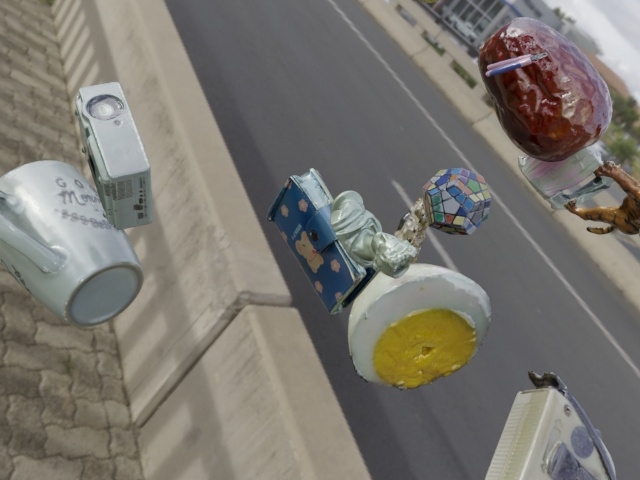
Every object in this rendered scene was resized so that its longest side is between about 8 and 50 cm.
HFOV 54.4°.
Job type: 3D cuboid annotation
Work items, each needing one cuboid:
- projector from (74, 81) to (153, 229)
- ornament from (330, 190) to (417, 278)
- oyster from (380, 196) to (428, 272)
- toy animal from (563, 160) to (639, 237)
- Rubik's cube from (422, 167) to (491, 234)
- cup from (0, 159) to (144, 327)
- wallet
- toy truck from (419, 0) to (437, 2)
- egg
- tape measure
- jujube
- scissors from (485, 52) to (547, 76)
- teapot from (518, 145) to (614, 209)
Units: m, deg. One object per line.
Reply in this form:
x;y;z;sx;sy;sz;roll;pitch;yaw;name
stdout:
-0.256;-0.103;0.771;0.061;0.115;0.147;-15;62;-24;projector
0.037;-0.003;0.490;0.092;0.041;0.068;47;6;23;ornament
0.224;0.015;1.692;0.079;0.344;0.128;21;21;-21;oyster
0.411;-0.042;0.813;0.116;0.114;0.255;63;3;14;toy animal
0.211;-0.061;0.972;0.111;0.111;0.093;12;22;-49;Rubik's cube
-0.410;0.003;0.944;0.234;0.186;0.258;42;3;27;cup
-0.001;0.000;0.964;0.059;0.141;0.202;-18;67;-38;wallet
0.160;-0.497;0.903;0.111;0.285;0.136;6;20;26;toy truck
0.202;0.170;1.440;0.337;0.337;0.201;29;17;-27;egg
0.445;0.411;1.137;0.231;0.133;0.271;37;59;-12;tape measure
0.482;-0.327;1.363;0.318;0.223;0.223;55;23;1;jujube
0.369;-0.335;1.173;0.012;0.114;0.039;62;33;-30;scissors
0.611;-0.190;1.587;0.222;0.178;0.163;24;32;-41;teapot
